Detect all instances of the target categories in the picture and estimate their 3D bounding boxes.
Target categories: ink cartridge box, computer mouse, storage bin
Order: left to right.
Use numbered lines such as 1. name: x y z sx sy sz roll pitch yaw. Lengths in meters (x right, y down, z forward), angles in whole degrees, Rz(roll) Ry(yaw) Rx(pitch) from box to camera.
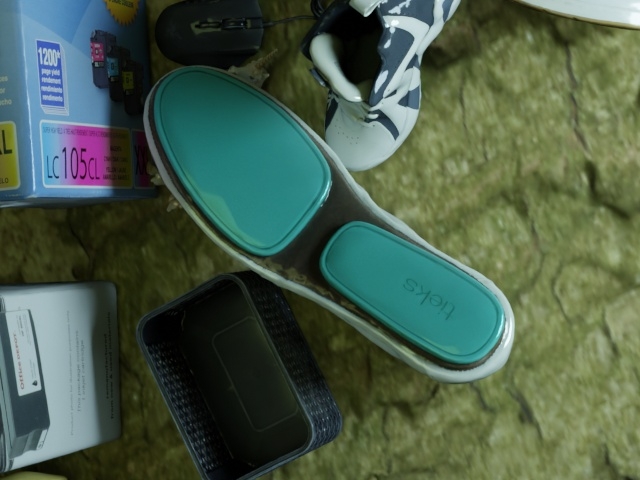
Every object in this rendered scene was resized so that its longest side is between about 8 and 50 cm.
1. ink cartridge box: -0.394 0.128 1.486 0.285 0.395 0.166 -3 90 20
2. ink cartridge box: -0.275 -0.227 1.500 0.151 0.270 0.395 -6 90 18
3. storage bin: -0.075 0.128 1.538 0.122 0.084 0.180 -29 81 18
4. computer mouse: -0.046 -0.203 1.541 0.242 0.041 0.071 -6 89 19

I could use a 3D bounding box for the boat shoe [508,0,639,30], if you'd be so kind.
1. boat shoe: 0.169 -0.255 1.433 0.277 0.098 0.096 22 99 19

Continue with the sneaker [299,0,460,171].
1. sneaker: 0.027 -0.137 1.423 0.094 0.153 0.235 44 133 14

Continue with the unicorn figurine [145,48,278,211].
1. unicorn figurine: -0.106 -0.111 1.552 0.111 0.060 0.162 -2 115 -16

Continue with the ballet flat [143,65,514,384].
1. ballet flat: 0.000 0.000 1.482 0.400 0.139 0.139 38 103 14

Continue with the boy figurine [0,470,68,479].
1. boy figurine: -0.364 0.317 1.643 0.285 0.092 0.177 -28 80 21
